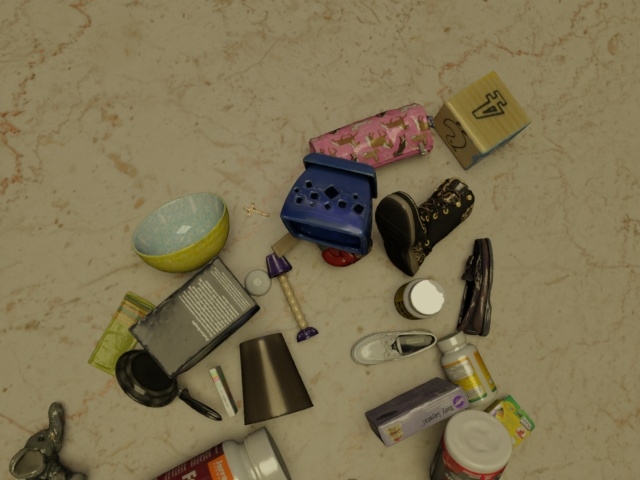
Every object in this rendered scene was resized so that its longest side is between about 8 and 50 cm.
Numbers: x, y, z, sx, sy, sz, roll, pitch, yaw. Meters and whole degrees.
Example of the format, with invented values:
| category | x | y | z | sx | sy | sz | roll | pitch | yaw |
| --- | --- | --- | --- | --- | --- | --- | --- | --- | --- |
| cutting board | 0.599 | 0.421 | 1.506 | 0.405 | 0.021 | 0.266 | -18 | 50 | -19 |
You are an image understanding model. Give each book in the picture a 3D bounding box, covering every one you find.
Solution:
| category | x | y | z | sx | sy | sz | roll | pitch | yaw |
| --- | --- | --- | --- | --- | --- | --- | --- | --- | --- |
| book | -0.281 | 0.436 | 1.778 | 0.035 | 0.096 | 0.144 | -24 | 84 | -7 |

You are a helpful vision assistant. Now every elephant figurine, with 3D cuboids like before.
| category | x | y | z | sx | sy | sz | roll | pitch | yaw |
| --- | --- | --- | --- | --- | --- | --- | --- | --- | --- |
| elephant figurine | -0.771 | 0.612 | 1.708 | 0.239 | 0.186 | 0.169 | 50 | 125 | 15 |

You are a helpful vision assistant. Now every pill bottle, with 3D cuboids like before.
| category | x | y | z | sx | sy | sz | roll | pitch | yaw |
| --- | --- | --- | --- | --- | --- | --- | --- | --- | --- |
| pill bottle | 0.427 | 0.379 | 1.824 | 0.118 | 0.117 | 0.208 | -25 | 84 | -7 |
| pill bottle | 0.396 | 0.620 | 1.680 | 0.177 | 0.318 | 0.176 | 3 | 41 | -3 |
| pill bottle | 0.291 | 0.171 | 1.800 | 0.119 | 0.208 | 0.119 | 1 | 81 | -3 |
| pill bottle | -0.286 | 0.686 | 1.674 | 0.392 | 0.224 | 0.224 | -27 | 84 | -7 |

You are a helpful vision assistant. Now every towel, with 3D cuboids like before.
| category | x | y | z | sx | sy | sz | roll | pitch | yaw |
| --- | --- | --- | --- | --- | --- | --- | --- | --- | --- |
| towel | -0.585 | 0.277 | 1.821 | 0.102 | 0.021 | 0.237 | 27 | 81 | 2 |

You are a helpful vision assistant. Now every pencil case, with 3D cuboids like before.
| category | x | y | z | sx | sy | sz | roll | pitch | yaw |
| --- | --- | --- | --- | --- | --- | --- | --- | --- | --- |
| pencil case | 0.155 | -0.292 | 1.893 | 0.386 | 0.167 | 0.160 | -19 | 116 | -6 |

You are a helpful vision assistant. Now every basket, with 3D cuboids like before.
| category | x | y | z | sx | sy | sz | roll | pitch | yaw |
| --- | --- | --- | --- | --- | --- | --- | --- | --- | --- |
| basket | -0.144 | 0.391 | 1.772 | 0.205 | 0.154 | 0.226 | -13 | 79 | -7 |

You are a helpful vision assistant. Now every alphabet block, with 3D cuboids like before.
| category | x | y | z | sx | sy | sz | roll | pitch | yaw |
| --- | --- | --- | --- | --- | --- | --- | --- | --- | --- |
| alphabet block | 0.493 | -0.367 | 1.909 | 0.193 | 0.192 | 0.197 | -34 | 84 | -10 |

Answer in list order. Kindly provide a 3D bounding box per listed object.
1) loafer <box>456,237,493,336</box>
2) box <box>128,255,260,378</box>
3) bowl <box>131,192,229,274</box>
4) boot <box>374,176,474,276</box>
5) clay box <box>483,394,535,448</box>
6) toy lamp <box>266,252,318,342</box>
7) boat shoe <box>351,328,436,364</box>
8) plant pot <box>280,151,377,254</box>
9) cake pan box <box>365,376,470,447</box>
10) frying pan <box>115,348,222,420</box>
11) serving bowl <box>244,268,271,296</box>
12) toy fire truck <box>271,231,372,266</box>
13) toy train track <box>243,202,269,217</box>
| category | x | y | z | sx | sy | sz | roll | pitch | yaw |
| --- | --- | --- | --- | --- | --- | --- | --- | --- | --- |
| loafer | 0.468 | 0.139 | 1.873 | 0.095 | 0.109 | 0.302 | 3 | 84 | 1 |
| box | -0.332 | 0.216 | 1.710 | 0.294 | 0.296 | 0.182 | -39 | 86 | -8 |
| bowl | -0.380 | 0.006 | 1.793 | 0.290 | 0.289 | 0.156 | -27 | 126 | -7 |
| boot | 0.310 | -0.081 | 1.781 | 0.284 | 0.377 | 0.138 | -42 | 56 | -14 |
| clay box | 0.515 | 0.575 | 1.831 | 0.222 | 0.053 | 0.127 | -38 | 85 | -10 |
| toy lamp | -0.090 | 0.165 | 1.846 | 0.080 | 0.080 | 0.274 | -22 | 86 | -7 |
| boat shoe | 0.219 | 0.310 | 1.837 | 0.258 | 0.084 | 0.095 | -16 | 83 | -6 |
| plant pot | 0.041 | -0.104 | 1.694 | 0.236 | 0.236 | 0.212 | 14 | 77 | 10 |
| cake pan box | 0.268 | 0.473 | 1.735 | 0.267 | 0.246 | 0.070 | -25 | 87 | -9 |
| frying pan | -0.429 | 0.395 | 1.744 | 0.327 | 0.053 | 0.197 | 5 | 114 | 13 |
| serving bowl | -0.190 | 0.127 | 1.867 | 0.084 | 0.027 | 0.083 | 1 | 80 | -4 |
| toy fire truck | 0.000 | 0.000 | 1.856 | 0.246 | 0.158 | 0.217 | -35 | 79 | 12 |
| toy train track | -0.198 | -0.091 | 1.908 | 0.083 | 0.014 | 0.048 | 17 | 81 | -2 |
